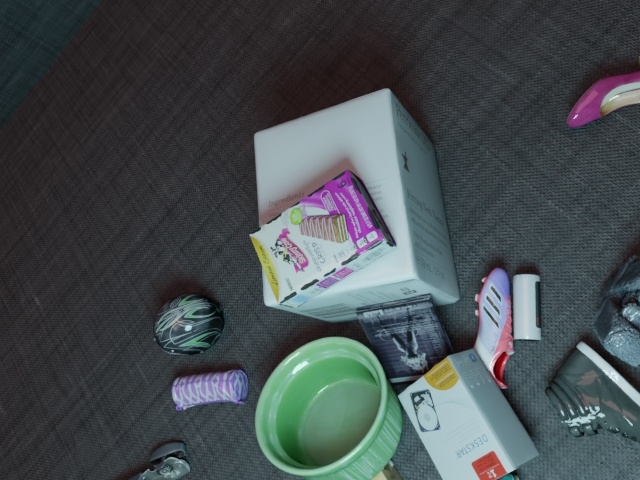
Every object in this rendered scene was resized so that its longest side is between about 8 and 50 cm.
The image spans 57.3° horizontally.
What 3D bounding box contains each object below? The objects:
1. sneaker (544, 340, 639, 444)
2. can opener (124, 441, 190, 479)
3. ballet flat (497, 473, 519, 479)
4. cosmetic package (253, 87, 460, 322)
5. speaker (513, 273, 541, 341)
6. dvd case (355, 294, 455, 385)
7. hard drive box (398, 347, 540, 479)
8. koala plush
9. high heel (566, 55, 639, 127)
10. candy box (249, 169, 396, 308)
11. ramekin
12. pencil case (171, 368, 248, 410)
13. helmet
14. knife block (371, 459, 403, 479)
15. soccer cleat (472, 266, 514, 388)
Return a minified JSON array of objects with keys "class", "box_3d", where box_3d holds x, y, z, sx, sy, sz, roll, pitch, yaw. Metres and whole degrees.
[{"class":"sneaker","box_3d":[0.544,0.340,1.074,0.147,0.105,0.295,-48,55,11]},{"class":"can opener","box_3d":[-0.462,0.625,1.551,0.283,0.076,0.095,-32,32,17]},{"class":"ballet flat","box_3d":[0.319,0.562,1.146,0.077,0.091,0.241,42,95,-4]},{"class":"cosmetic package","box_3d":[0.081,-0.050,1.287,0.328,0.329,0.393,-14,71,24]},{"class":"speaker","box_3d":[0.427,0.141,1.212,0.055,0.055,0.136,-3,75,27]},{"class":"dvd case","box_3d":[0.190,0.218,1.248,0.165,0.221,0.018,-14,27,24]},{"class":"hard drive box","box_3d":[0.287,0.363,1.165,0.181,0.089,0.232,-53,55,39]},{"class":"koala plush","box_3d":[0.635,0.145,1.055,0.221,0.203,0.196,26,99,10]},{"class":"high heel","box_3d":[0.638,-0.291,1.206,0.244,0.082,0.117,-33,53,2]},{"class":"candy box","box_3d":[0.000,0.000,1.084,0.233,0.071,0.159,-33,65,17]},{"class":"ramekin","box_3d":[0.027,0.373,1.252,0.304,0.148,0.303,-19,43,19]},{"class":"pencil case","box_3d":[-0.286,0.383,1.501,0.206,0.086,0.088,-14,57,24]},{"class":"helmet","box_3d":[-0.349,0.217,1.536,0.170,0.161,0.169,-8,73,26]},{"class":"knife block","box_3d":[0.081,0.592,1.252,0.242,0.088,0.275,-42,62,13]},{"class":"soccer cleat","box_3d":[0.367,0.182,1.212,0.095,0.083,0.247,12,87,44]}]
